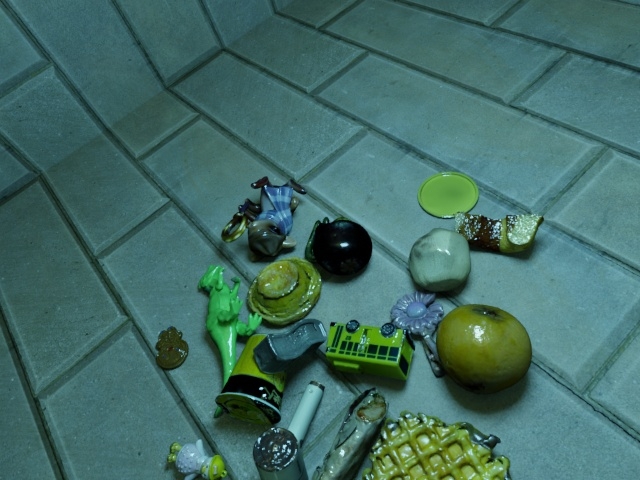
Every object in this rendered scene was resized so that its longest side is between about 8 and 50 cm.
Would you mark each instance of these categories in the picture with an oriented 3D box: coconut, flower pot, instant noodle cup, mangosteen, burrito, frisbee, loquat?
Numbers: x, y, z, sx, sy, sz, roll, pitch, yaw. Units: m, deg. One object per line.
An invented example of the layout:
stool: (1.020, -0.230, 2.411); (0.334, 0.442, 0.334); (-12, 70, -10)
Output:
coconut: (0.398, 0.057, 1.534); (0.224, 0.224, 0.225); (-8, 53, 11)
flower pot: (-0.087, 0.325, 1.417); (0.229, 0.108, 0.103); (-15, 64, -44)
instant noodle cup: (-0.197, 0.437, 1.454); (0.215, 0.216, 0.236); (1, 46, 18)
mangosteen: (0.078, 0.016, 1.657); (0.242, 0.243, 0.243); (-8, 53, 11)
burrito: (0.089, 0.561, 1.278); (0.107, 0.175, 0.348); (31, 67, 14)
frisbee: (0.500, -0.181, 1.789); (0.235, 0.017, 0.236); (-9, 52, 11)
loquat: (0.464, 0.302, 1.302); (0.262, 0.263, 0.263); (-8, 53, 11)

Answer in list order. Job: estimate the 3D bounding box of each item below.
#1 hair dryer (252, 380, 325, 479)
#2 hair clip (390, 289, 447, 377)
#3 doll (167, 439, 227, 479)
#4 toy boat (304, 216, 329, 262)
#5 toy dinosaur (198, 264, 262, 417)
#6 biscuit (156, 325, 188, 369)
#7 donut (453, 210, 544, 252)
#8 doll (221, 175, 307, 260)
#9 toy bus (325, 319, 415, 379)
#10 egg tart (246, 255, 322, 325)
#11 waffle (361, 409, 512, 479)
hair dryer: (-0.065, 0.557, 1.344); (0.128, 0.203, 0.362); (7, 38, 22)
hair clip: (0.334, 0.287, 1.465); (0.172, 0.069, 0.301); (-22, 51, 3)
doll: (-0.374, 0.682, 1.393); (0.207, 0.081, 0.129); (10, 78, 21)
toy boat: (0.000, 0.000, 1.791); (0.104, 0.052, 0.210); (9, 57, 20)
toy dinosaur: (-0.400, 0.332, 1.650); (0.374, 0.143, 0.501); (5, 72, 46)
biscuit: (-0.557, 0.398, 1.691); (0.124, 0.026, 0.175); (-29, 52, -6)
donut: (0.609, -0.019, 1.568); (0.294, 0.151, 0.113); (7, 70, 37)
doll: (-0.219, -0.096, 1.830); (0.317, 0.209, 0.340); (-7, 55, 16)
toy bus: (0.148, 0.342, 1.424); (0.261, 0.128, 0.150); (0, 53, 30)
egg tart: (-0.139, 0.167, 1.668); (0.293, 0.123, 0.294); (-7, 53, 10)
waffle: (0.300, 0.656, 1.195); (0.381, 0.095, 0.380); (13, 60, 22)
